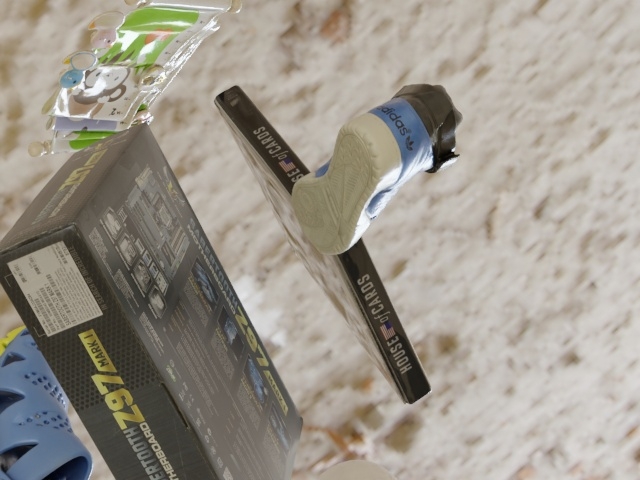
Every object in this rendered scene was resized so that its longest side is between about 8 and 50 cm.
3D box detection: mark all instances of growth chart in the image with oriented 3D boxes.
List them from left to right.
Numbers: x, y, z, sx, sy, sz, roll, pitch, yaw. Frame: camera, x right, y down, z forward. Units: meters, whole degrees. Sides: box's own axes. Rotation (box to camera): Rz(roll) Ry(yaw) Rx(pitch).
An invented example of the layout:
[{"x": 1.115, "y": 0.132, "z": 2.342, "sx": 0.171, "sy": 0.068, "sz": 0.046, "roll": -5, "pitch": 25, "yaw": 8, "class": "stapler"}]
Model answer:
[{"x": -0.175, "y": -0.151, "z": 1.305, "sx": 0.172, "sy": 0.021, "sz": 0.237, "roll": -15, "pitch": 156, "yaw": -47, "class": "growth chart"}]

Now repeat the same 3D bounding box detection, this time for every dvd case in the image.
[{"x": 0.000, "y": 0.000, "z": 1.128, "sx": 0.029, "sy": 0.238, "sz": 0.179, "roll": -32, "pitch": 131, "yaw": -6, "class": "dvd case"}]

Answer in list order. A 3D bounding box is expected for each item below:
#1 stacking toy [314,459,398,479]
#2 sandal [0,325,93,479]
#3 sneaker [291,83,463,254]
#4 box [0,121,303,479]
[{"x": 0.016, "y": 0.411, "z": 1.315, "sx": 0.351, "sy": 0.480, "sz": 0.350, "roll": 4, "pitch": 133, "yaw": 4, "class": "stacking toy"}, {"x": -0.280, "y": 0.221, "z": 1.415, "sx": 0.138, "sy": 0.317, "sz": 0.126, "roll": -10, "pitch": 143, "yaw": 22, "class": "sandal"}, {"x": 0.039, "y": -0.046, "z": 0.887, "sx": 0.084, "sy": 0.058, "sz": 0.152, "roll": -29, "pitch": 166, "yaw": -26, "class": "sneaker"}, {"x": -0.091, "y": 0.065, "z": 0.844, "sx": 0.059, "sy": 0.232, "sz": 0.183, "roll": -21, "pitch": -162, "yaw": 14, "class": "box"}]
